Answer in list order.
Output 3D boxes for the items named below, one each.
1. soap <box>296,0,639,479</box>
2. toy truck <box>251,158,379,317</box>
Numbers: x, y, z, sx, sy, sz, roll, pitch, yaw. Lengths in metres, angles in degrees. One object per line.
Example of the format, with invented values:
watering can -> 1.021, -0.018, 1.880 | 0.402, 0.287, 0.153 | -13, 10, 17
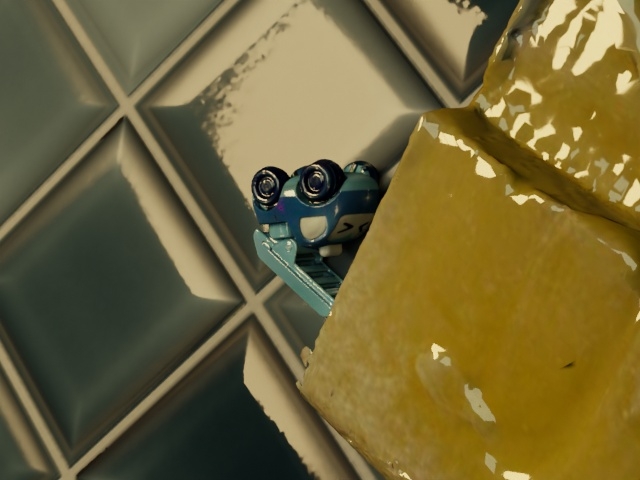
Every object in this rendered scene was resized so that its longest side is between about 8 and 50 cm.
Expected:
soap -> 0.193, 0.046, 0.748 | 0.339, 0.169, 0.304 | 41, 118, 31
toy truck -> 0.000, 0.000, 0.958 | 0.073, 0.056, 0.090 | -7, 89, 34
